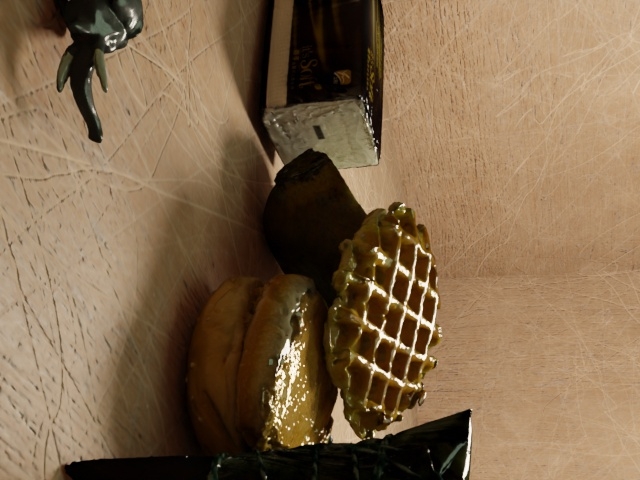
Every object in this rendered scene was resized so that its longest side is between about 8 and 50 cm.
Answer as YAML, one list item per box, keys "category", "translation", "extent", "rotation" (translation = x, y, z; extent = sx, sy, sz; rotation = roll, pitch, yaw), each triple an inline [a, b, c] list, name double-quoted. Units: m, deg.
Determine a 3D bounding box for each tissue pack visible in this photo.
- category: "tissue pack"
  translation: [0.006, -0.316, 1.359]
  extent: [0.210, 0.198, 0.370]
  rotation: [70, 20, -60]

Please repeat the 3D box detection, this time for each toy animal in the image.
- category: "toy animal"
  translation: [-0.204, -0.235, 0.687]
  extent: [0.137, 0.082, 0.270]
  rotation: [61, 28, -59]

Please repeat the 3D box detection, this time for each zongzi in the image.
- category: "zongzi"
  translation: [-0.048, 0.289, 0.749]
  extent: [0.319, 0.383, 0.362]
  rotation: [-87, 154, -46]

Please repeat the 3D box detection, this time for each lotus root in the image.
- category: "lotus root"
  translation: [0.001, -0.005, 1.254]
  extent: [0.267, 0.149, 0.260]
  rotation: [39, -21, 53]

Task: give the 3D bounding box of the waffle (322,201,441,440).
- category: "waffle"
  translation: [0.098, 0.111, 1.096]
  extent: [0.325, 0.068, 0.302]
  rotation: [-38, 121, -49]

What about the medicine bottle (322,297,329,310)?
- category: "medicine bottle"
  translation: [-0.027, 0.182, 1.259]
  extent: [0.213, 0.121, 0.122]
  rotation: [72, 19, -47]

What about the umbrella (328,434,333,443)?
- category: "umbrella"
  translation: [-0.062, 0.402, 1.086]
  extent: [0.154, 0.128, 0.337]
  rotation: [63, 28, -23]

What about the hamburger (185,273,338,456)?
- category: "hamburger"
  translation: [-0.071, 0.191, 0.984]
  extent: [0.318, 0.158, 0.319]
  rotation: [-3, 90, -78]
